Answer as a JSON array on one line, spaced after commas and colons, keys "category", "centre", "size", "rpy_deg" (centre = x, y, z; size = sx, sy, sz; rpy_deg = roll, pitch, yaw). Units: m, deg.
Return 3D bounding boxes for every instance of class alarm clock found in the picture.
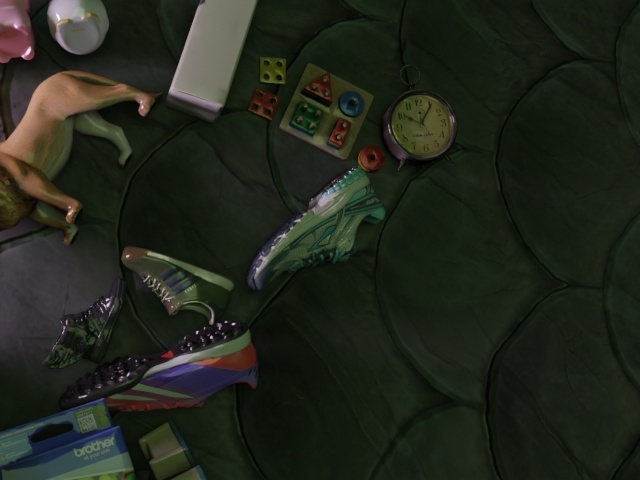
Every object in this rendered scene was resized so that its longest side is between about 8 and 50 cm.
[{"category": "alarm clock", "centre": [0.171, -0.219, 1.786], "size": [0.129, 0.064, 0.192], "rpy_deg": [-6, 85, -15]}]

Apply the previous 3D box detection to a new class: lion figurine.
[{"category": "lion figurine", "centre": [-0.443, -0.152, 1.600], "size": [0.240, 0.142, 0.392], "rpy_deg": [31, 61, 0]}]

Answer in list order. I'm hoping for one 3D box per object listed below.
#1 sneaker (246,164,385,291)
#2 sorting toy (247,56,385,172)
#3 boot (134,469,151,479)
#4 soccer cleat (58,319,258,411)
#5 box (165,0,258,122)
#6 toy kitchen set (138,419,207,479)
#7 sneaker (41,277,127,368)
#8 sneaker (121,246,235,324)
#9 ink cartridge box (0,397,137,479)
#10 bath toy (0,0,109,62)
[{"category": "sneaker", "centre": [0.000, 0.000, 1.688], "size": [0.283, 0.110, 0.122], "rpy_deg": [-42, 97, -16]}, {"category": "sorting toy", "centre": [0.007, -0.233, 1.756], "size": [0.275, 0.046, 0.132], "rpy_deg": [26, 76, -9]}, {"category": "boot", "centre": [-0.466, 0.528, 1.480], "size": [0.445, 0.146, 0.366], "rpy_deg": [3, 83, -18]}, {"category": "soccer cleat", "centre": [-0.251, 0.231, 1.595], "size": [0.318, 0.108, 0.116], "rpy_deg": [-20, 107, -12]}, {"category": "box", "centre": [-0.173, -0.348, 1.695], "size": [0.094, 0.113, 0.275], "rpy_deg": [19, 76, -10]}, {"category": "toy kitchen set", "centre": [-0.184, 0.404, 1.603], "size": [0.122, 0.166, 0.207], "rpy_deg": [-24, 125, -16]}, {"category": "sneaker", "centre": [-0.374, 0.131, 1.600], "size": [0.089, 0.051, 0.170], "rpy_deg": [20, 81, -15]}, {"category": "sneaker", "centre": [-0.239, 0.078, 1.634], "size": [0.192, 0.064, 0.086], "rpy_deg": [20, 72, -14]}, {"category": "ink cartridge box", "centre": [-0.346, 0.397, 1.439], "size": [0.186, 0.065, 0.311], "rpy_deg": [-16, 78, -20]}, {"category": "bath toy", "centre": [-0.519, -0.363, 1.606], "size": [0.348, 0.151, 0.129], "rpy_deg": [-8, 48, -16]}]
